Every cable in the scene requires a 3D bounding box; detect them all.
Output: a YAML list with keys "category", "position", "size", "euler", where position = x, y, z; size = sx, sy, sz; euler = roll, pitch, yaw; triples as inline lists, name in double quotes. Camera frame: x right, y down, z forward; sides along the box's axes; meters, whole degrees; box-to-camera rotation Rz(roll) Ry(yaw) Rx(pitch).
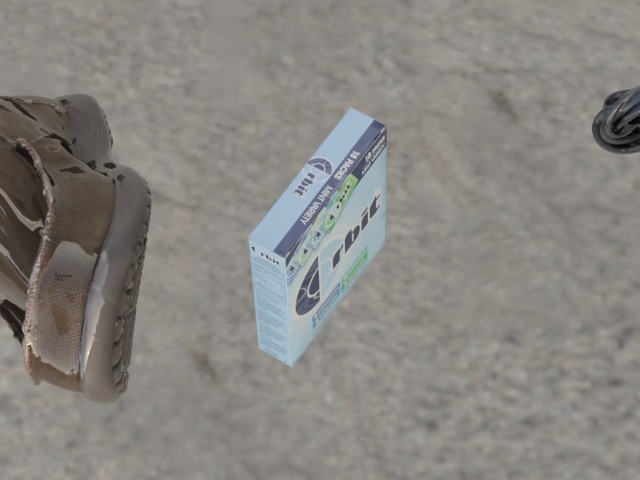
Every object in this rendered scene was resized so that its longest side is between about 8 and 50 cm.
- category: "cable"
  position: [0.284, -0.090, 1.292]
  size: [0.150, 0.184, 0.047]
  euler: [-3, 91, 57]

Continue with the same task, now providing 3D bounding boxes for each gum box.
- category: "gum box"
  position: [0.000, 0.000, 1.555]
  size: [0.041, 0.184, 0.157]
  euler: [29, 63, 17]

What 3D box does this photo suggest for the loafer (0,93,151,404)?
- category: "loafer"
  position: [-0.189, -0.001, 1.130]
  size: [0.366, 0.130, 0.133]
  euler: [-129, 46, -67]
